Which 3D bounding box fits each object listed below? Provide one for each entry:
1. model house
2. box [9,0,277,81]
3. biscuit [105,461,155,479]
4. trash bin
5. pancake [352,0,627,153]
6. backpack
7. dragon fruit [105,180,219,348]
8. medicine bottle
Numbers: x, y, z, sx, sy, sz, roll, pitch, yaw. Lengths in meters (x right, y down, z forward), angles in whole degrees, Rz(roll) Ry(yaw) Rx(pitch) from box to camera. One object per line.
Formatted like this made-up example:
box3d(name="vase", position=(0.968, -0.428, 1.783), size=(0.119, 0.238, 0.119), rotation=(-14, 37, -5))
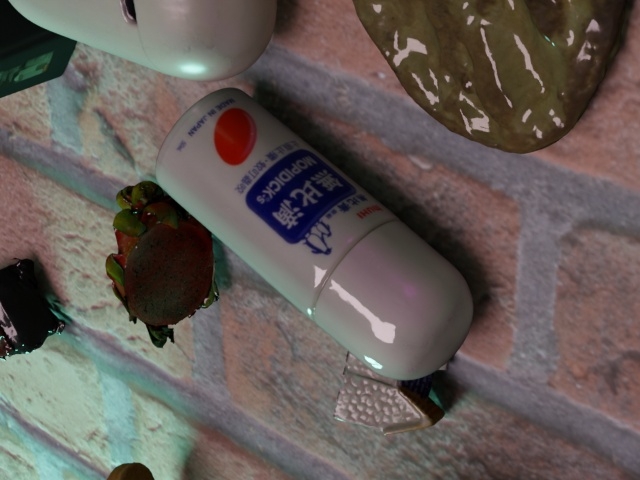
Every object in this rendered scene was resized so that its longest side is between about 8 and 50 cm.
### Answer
box3d(name="model house", position=(0.078, 0.139, 1.520), size=(0.100, 0.088, 0.101), rotation=(13, 93, 15))
box3d(name="box", position=(-0.190, -0.312, 1.451), size=(0.349, 0.141, 0.289), rotation=(23, 128, 36))
box3d(name="biscuit", position=(-0.220, 0.420, 1.916), size=(0.047, 0.216, 0.340), rotation=(-3, 126, 18))
box3d(name="trash bin", position=(-0.406, -0.229, 1.671), size=(0.165, 0.225, 0.115), rotation=(51, 140, 10))
box3d(name="pancake", position=(0.131, -0.216, 1.245), size=(0.294, 0.049, 0.294), rotation=(29, 137, 32))
box3d(name="backpack", position=(-0.423, 0.100, 2.003), size=(0.165, 0.106, 0.120), rotation=(-20, 104, 48))
box3d(name="dragon fruit", position=(-0.173, 0.012, 1.682), size=(0.142, 0.138, 0.175), rotation=(-40, 47, 15))
box3d(name="medicine bottle", position=(0.000, 0.000, 1.462), size=(0.341, 0.130, 0.130), rotation=(41, 139, 21))
